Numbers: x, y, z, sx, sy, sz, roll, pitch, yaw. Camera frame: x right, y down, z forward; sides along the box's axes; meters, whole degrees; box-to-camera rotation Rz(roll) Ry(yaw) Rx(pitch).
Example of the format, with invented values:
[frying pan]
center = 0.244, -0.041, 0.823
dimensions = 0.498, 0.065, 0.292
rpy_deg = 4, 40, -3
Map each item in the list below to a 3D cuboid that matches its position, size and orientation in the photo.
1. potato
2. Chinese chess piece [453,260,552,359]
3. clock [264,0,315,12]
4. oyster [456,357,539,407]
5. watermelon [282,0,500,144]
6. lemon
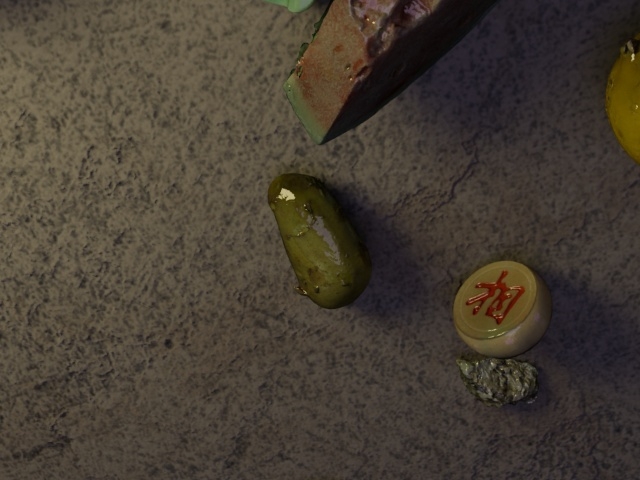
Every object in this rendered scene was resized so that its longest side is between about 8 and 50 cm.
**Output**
[potato]
center = 0.000, 0.000, 1.083
dimensions = 0.105, 0.085, 0.188
rpy_deg = -13, 116, 35
[Chinese chess piece]
center = 0.220, 0.083, 1.091
dimensions = 0.122, 0.122, 0.051
rpy_deg = -31, 131, 18
[clock]
center = -0.089, -0.327, 0.917
dimensions = 0.211, 0.066, 0.159
rpy_deg = 10, 118, -1
[oyster]
center = 0.239, 0.188, 1.195
dimensions = 0.100, 0.037, 0.098
rpy_deg = -13, 118, 10
[watermelon]
center = 0.064, -0.245, 0.878
dimensions = 0.318, 0.226, 0.148
rpy_deg = -44, 85, 15
[lemon]
center = 0.389, -0.140, 0.931
dimensions = 0.173, 0.173, 0.206
rpy_deg = -27, 112, 17
